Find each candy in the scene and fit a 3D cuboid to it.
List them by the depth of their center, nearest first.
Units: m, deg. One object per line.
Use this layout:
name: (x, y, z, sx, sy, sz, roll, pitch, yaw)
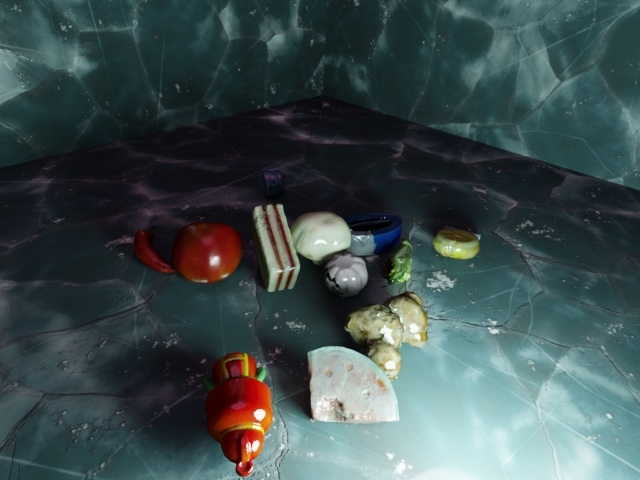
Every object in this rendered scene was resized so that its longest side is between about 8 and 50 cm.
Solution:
candy: (-0.189, 0.030, 1.634, 0.135, 0.179, 0.320, -8, 62, -16)

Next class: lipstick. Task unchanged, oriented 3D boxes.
lipstick: (0.710, -0.028, 2.002, 0.158, 0.048, 0.048, 16, 36, 18)

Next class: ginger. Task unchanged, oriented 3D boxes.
ginger: (0.247, 0.300, 1.390, 0.375, 0.176, 0.256, -27, 62, -39)

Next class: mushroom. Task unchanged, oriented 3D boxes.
mushroom: (0.000, 0.000, 1.741, 0.260, 0.234, 0.254, 29, 47, 24)

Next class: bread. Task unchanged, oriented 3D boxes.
bread: (0.630, 0.018, 1.877, 0.213, 0.105, 0.213, 0, 32, 0)

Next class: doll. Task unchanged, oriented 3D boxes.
doll: (-0.223, 0.464, 1.108, 0.183, 0.160, 0.363, 0, 34, -17)

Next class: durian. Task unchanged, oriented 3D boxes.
durian: (0.324, 0.114, 1.710, 0.132, 0.106, 0.375, 15, 35, 13)

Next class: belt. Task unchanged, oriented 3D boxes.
belt: (0.227, -0.032, 1.913, 0.347, 0.117, 0.212, -10, 35, -20)

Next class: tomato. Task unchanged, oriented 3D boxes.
tomato: (-0.466, 0.038, 1.661, 0.298, 0.226, 0.298, 5, 34, -3)

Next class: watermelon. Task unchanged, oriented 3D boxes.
watermelon: (0.075, 0.461, 1.199, 0.318, 0.148, 0.226, 33, 61, 17)

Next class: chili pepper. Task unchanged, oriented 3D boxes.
chili pepper: (-0.742, 0.048, 1.767, 0.137, 0.092, 0.368, -1, 36, -40)

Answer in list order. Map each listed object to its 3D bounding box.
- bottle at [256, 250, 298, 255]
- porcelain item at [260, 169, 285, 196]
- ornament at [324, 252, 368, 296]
bottle: (-0.187, 0.036, 1.798, 0.209, 0.097, 0.110, -20, 24, -29)
porcelain item: (-0.267, -0.322, 2.272, 0.114, 0.147, 0.147, -11, 37, -18)
ornament: (0.104, 0.142, 1.625, 0.177, 0.177, 0.177, 2, 34, -1)
